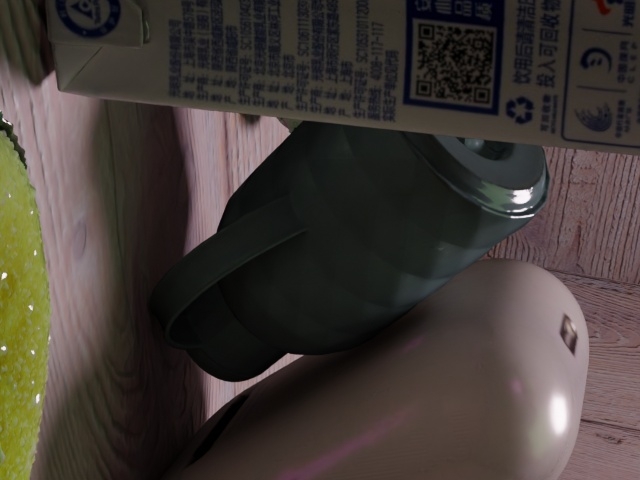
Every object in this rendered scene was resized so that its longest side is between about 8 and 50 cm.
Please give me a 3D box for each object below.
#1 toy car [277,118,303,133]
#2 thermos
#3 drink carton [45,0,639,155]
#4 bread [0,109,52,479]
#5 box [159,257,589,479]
[{"bbox_3d":[0.001,-0.195,1.151,0.090,0.076,0.224,0,108,-81],"label":"toy car"},{"bbox_3d":[0.000,0.000,0.963,0.182,0.145,0.286,-5,151,-49],"label":"thermos"},{"bbox_3d":[0.030,-0.127,0.716,0.130,0.315,0.106,-60,155,-58],"label":"drink carton"},{"bbox_3d":[-0.171,0.082,0.596,0.301,0.045,0.301,10,90,-81],"label":"bread"},{"bbox_3d":[0.030,0.150,1.041,0.141,0.349,0.289,55,20,-7],"label":"box"}]
